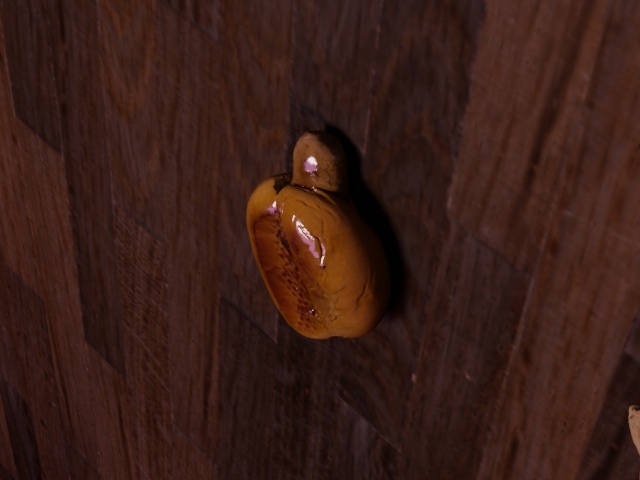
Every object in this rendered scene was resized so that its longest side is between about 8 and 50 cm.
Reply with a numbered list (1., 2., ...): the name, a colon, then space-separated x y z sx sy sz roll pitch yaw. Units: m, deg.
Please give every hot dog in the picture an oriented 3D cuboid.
1. hot dog: -0.001 0.000 0.855 0.090 0.060 0.140 12 137 45

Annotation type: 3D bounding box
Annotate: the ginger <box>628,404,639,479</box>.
1. ginger: 0.214 0.096 0.623 0.131 0.086 0.294 40 157 7
